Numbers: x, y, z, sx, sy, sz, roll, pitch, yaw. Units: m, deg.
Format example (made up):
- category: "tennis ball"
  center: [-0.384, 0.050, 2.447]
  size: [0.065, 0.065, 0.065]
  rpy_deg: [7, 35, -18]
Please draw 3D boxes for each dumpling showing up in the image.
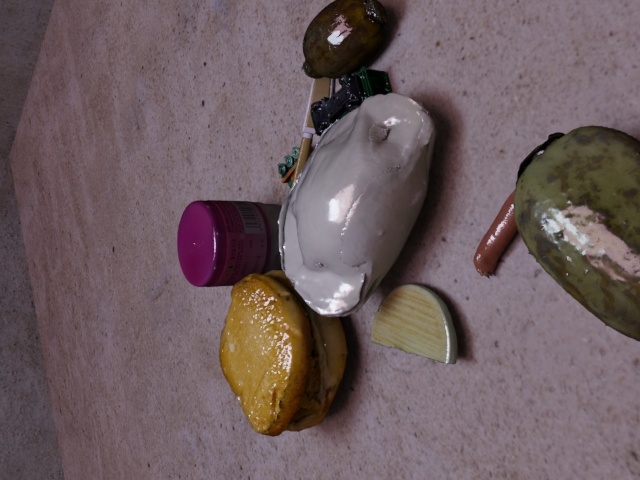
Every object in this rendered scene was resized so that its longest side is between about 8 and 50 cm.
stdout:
- category: "dumpling"
  center: [0.040, -0.073, 1.033]
  size: [0.260, 0.181, 0.341]
  rpy_deg: [35, 131, 40]

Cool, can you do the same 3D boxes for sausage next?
- category: "sausage"
  center: [0.256, -0.016, 0.878]
  size: [0.042, 0.036, 0.158]
  rpy_deg: [57, 133, 45]

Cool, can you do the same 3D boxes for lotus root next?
- category: "lotus root"
  center: [0.032, -0.348, 1.099]
  size: [0.209, 0.120, 0.120]
  rpy_deg: [-30, 68, 48]
- category: "lotus root"
  center: [0.342, 0.001, 0.687]
  size: [0.309, 0.173, 0.173]
  rpy_deg: [51, 129, 29]

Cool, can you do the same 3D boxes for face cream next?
- category: "face cream"
  center: [-0.171, 0.005, 1.298]
  size: [0.175, 0.194, 0.175]
  rpy_deg: [0, 90, 53]

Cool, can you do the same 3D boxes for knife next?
- category: "knife"
  center: [-0.011, -0.214, 1.200]
  size: [0.046, 0.022, 0.256]
  rpy_deg: [13, 92, 6]

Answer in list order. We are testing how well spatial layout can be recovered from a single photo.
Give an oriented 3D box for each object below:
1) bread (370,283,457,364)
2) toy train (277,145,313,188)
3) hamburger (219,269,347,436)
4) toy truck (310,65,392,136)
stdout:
- category: "bread"
  center: [0.153, 0.125, 1.016]
  size: [0.193, 0.036, 0.112]
  rpy_deg: [4, 89, 55]
- category: "toy train"
  center: [-0.043, -0.143, 1.257]
  size: [0.103, 0.044, 0.064]
  rpy_deg: [-44, 68, 43]
- category: "hamburger"
  center: [-0.084, 0.208, 1.211]
  size: [0.314, 0.170, 0.290]
  rpy_deg: [49, 124, 40]
- category: "toy truck"
  center: [0.048, -0.237, 1.105]
  size: [0.147, 0.079, 0.065]
  rpy_deg: [-30, 69, 47]
